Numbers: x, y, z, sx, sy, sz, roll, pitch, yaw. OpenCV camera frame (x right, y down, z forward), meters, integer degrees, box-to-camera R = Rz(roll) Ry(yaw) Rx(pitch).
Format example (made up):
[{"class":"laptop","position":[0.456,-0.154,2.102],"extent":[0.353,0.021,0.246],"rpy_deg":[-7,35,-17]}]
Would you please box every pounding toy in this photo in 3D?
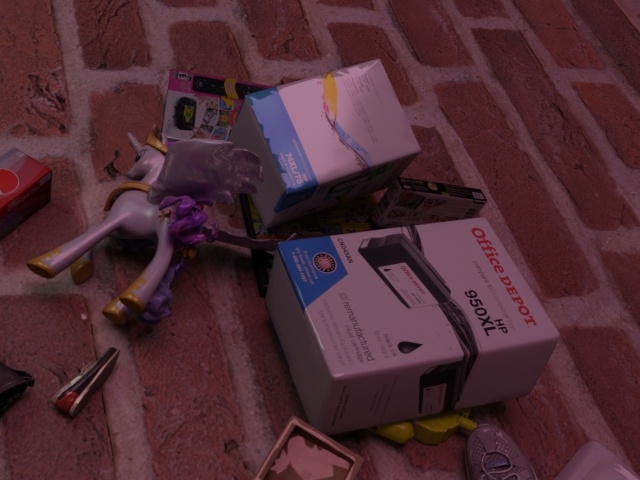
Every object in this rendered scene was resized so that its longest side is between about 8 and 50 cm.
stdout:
[{"class":"pounding toy","position":[-0.022,0.398,1.423],"extent":[0.181,0.094,0.206],"rpy_deg":[31,55,4]}]

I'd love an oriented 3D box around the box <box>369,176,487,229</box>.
[{"class":"box","position":[0.209,-0.061,1.890],"extent":[0.207,0.114,0.036],"rpy_deg":[6,45,-31]}]

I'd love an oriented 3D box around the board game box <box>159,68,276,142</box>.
[{"class":"board game box","position":[-0.164,-0.220,1.959],"extent":[0.303,0.097,0.224],"rpy_deg":[9,46,-12]}]

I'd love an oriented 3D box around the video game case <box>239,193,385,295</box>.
[{"class":"video game case","position":[0.000,0.000,1.846],"extent":[0.275,0.035,0.248],"rpy_deg":[0,48,-18]}]

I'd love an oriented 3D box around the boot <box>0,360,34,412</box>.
[{"class":"boot","position":[-0.581,0.203,1.413],"extent":[0.229,0.091,0.263],"rpy_deg":[39,46,20]}]

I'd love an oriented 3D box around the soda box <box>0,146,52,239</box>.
[{"class":"soda box","position":[-0.577,-0.049,1.661],"extent":[0.092,0.083,0.263],"rpy_deg":[30,45,10]}]

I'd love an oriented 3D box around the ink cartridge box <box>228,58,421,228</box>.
[{"class":"ink cartridge box","position":[0.003,-0.176,1.784],"extent":[0.270,0.198,0.197],"rpy_deg":[-19,78,-19]}]

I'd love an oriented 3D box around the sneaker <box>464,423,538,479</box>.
[{"class":"sneaker","position":[0.293,0.395,1.487],"extent":[0.105,0.115,0.281],"rpy_deg":[-19,50,2]}]

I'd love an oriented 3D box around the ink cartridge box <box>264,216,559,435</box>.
[{"class":"ink cartridge box","position":[0.142,0.129,1.601],"extent":[0.395,0.166,0.285],"rpy_deg":[-7,48,-21]}]

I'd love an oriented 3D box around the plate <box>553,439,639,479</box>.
[{"class":"plate","position":[0.481,0.471,1.551],"extent":[0.278,0.045,0.277],"rpy_deg":[40,49,21]}]

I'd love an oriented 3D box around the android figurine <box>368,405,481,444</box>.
[{"class":"android figurine","position":[0.147,0.240,1.653],"extent":[0.273,0.056,0.248],"rpy_deg":[26,44,9]}]

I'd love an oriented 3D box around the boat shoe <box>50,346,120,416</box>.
[{"class":"boat shoe","position":[-0.361,0.212,1.512],"extent":[0.043,0.049,0.137],"rpy_deg":[27,50,10]}]

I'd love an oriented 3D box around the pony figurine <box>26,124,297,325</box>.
[{"class":"pony figurine","position":[-0.255,-0.033,1.642],"extent":[0.351,0.303,0.363],"rpy_deg":[17,59,21]}]
